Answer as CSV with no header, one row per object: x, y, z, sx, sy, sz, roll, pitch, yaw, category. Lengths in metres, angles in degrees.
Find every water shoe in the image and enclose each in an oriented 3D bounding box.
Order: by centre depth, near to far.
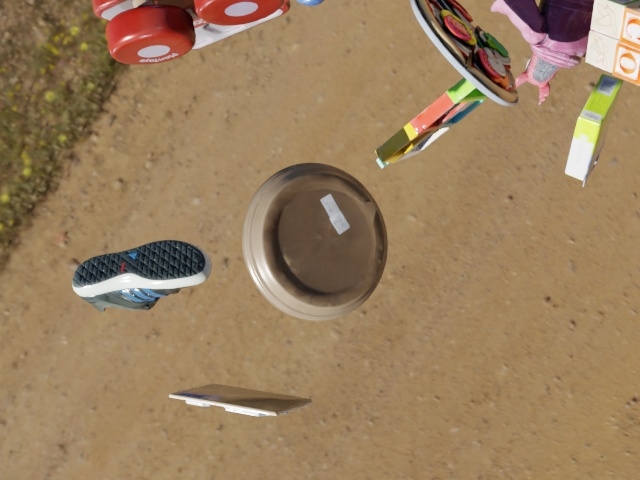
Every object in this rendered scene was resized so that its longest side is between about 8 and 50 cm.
-0.231,0.051,1.160,0.203,0.080,0.073,-5,52,18,water shoe

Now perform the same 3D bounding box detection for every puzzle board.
-0.086,0.175,0.936,0.128,0.096,0.011,4,90,22,puzzle board

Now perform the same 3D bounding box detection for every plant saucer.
0.000,0.000,1.484,0.041,0.277,0.278,-15,61,65,plant saucer

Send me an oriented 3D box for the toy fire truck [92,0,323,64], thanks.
-0.113,-0.313,1.018,0.302,0.254,0.170,-16,84,27,toy fire truck

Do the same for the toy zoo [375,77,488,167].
0.221,-0.229,1.651,0.293,0.192,0.030,-38,82,28,toy zoo

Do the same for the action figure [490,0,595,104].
0.393,-0.370,1.261,0.276,0.248,0.370,-129,47,-55,action figure

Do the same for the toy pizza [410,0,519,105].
0.194,-0.257,1.110,0.032,0.201,0.201,-42,52,27,toy pizza

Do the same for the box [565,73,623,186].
0.467,-0.186,1.477,0.042,0.178,0.109,24,65,19,box

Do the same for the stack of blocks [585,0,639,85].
0.471,-0.288,1.080,0.171,0.297,0.087,39,143,43,stack of blocks
